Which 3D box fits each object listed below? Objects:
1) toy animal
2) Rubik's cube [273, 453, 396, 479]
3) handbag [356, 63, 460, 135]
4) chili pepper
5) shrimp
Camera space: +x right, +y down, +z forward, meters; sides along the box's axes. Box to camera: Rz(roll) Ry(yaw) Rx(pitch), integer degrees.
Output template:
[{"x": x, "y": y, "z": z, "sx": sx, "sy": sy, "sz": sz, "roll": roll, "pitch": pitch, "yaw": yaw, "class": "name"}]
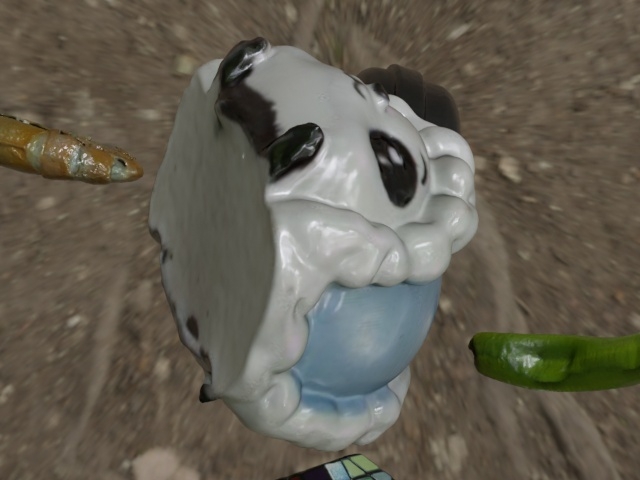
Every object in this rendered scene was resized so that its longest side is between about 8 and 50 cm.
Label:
[{"x": 0.000, "y": 0.000, "z": 1.002, "sx": 0.156, "sy": 0.208, "sz": 0.204, "roll": 7, "pitch": 119, "yaw": -26, "class": "toy animal"}, {"x": 0.009, "y": 0.210, "z": 1.222, "sx": 0.133, "sy": 0.133, "sz": 0.112, "roll": 49, "pitch": 52, "yaw": -2, "class": "Rubik's cube"}, {"x": 0.044, "y": 0.004, "z": 1.527, "sx": 0.093, "sy": 0.254, "sz": 0.308, "roll": 12, "pitch": 109, "yaw": -7, "class": "handbag"}, {"x": 0.208, "y": 0.093, "z": 1.405, "sx": 0.202, "sy": 0.050, "sz": 0.051, "roll": -7, "pitch": 82, "yaw": 44, "class": "chili pepper"}, {"x": -0.216, "y": -0.068, "z": 1.276, "sx": 0.184, "sy": 0.091, "sz": 0.043, "roll": 16, "pitch": 96, "yaw": 1, "class": "shrimp"}]
